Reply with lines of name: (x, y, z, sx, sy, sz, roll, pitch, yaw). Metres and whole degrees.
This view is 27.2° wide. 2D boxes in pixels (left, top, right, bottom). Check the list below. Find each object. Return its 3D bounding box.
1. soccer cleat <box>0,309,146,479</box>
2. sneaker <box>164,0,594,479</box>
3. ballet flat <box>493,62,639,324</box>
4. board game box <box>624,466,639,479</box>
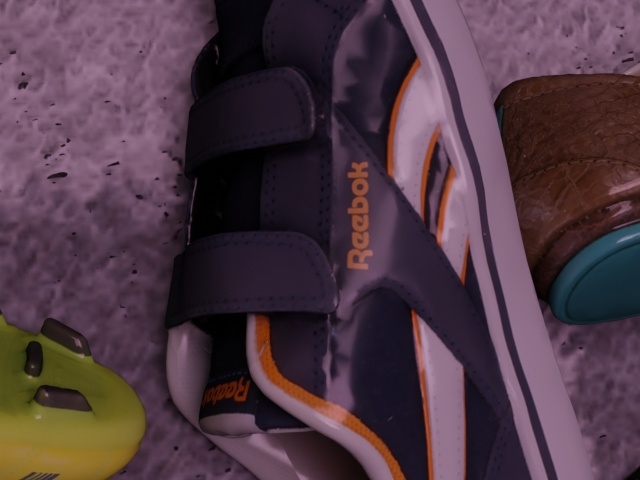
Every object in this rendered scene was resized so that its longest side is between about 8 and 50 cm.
soccer cleat: (-0.209, 0.078, 0.466, 0.289, 0.093, 0.121, 3, 109, -20)
sneaker: (0.000, 0.000, 0.507, 0.128, 0.126, 0.321, -17, 86, -24)
ballet flat: (0.220, -0.036, 0.590, 0.343, 0.116, 0.124, -3, 55, -22)
board game box: (0.222, 0.205, 0.583, 0.136, 0.030, 0.259, -36, 91, -21)
